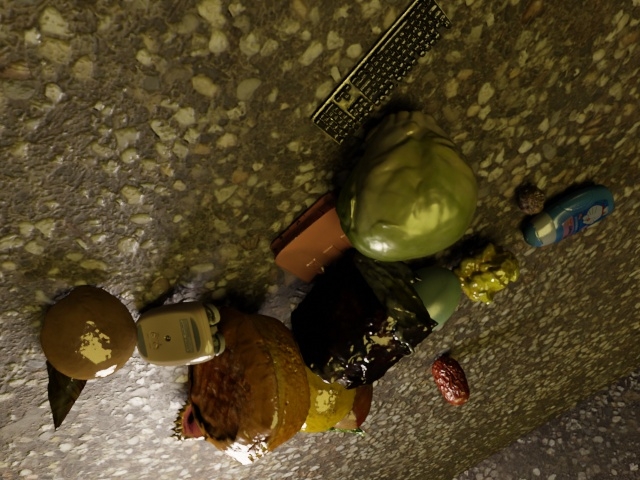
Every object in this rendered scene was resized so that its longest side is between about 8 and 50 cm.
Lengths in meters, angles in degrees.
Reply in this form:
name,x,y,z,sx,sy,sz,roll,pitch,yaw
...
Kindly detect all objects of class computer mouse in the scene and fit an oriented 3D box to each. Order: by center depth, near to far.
name,x,y,z,sx,sy,sz,roll,pitch,yaw
computer mouse,-0.326,0.216,1.100,0.237,0.145,0.082,-14,179,24

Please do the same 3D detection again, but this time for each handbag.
name,x,y,z,sx,sy,sz,roll,pitch,yaw
handbag,0.000,0.000,1.138,0.212,0.059,0.157,-41,133,15

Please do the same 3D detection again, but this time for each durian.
name,x,y,z,sx,sy,sz,roll,pitch,yaw
durian,0.570,-0.105,1.292,0.091,0.080,0.080,-53,151,-39
durian,-0.310,0.505,1.404,0.261,0.153,0.186,2,151,-34

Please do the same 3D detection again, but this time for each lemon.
name,x,y,z,sx,sy,sz,roll,pitch,yaw
lemon,-0.022,0.406,1.361,0.254,0.253,0.310,-3,127,-22

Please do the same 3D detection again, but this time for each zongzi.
name,x,y,z,sx,sy,sz,roll,pitch,yaw
zongzi,-0.538,0.292,1.061,0.187,0.184,0.084,-44,133,16

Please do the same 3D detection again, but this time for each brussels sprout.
name,x,y,z,sx,sy,sz,roll,pitch,yaw
brussels sprout,0.189,-0.098,1.003,0.274,0.242,0.316,25,93,-4

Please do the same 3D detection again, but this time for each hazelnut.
name,x,y,z,sx,sy,sz,roll,pitch,yaw
hazelnut,0.088,0.517,1.557,0.210,0.186,0.210,-2,121,-4

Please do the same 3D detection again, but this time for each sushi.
name,x,y,z,sx,sy,sz,roll,pitch,yaw
sushi,0.102,0.198,1.189,0.294,0.281,0.299,-43,160,24

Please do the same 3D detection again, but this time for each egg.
name,x,y,z,sx,sy,sz,roll,pitch,yaw
egg,0.292,0.169,1.346,0.231,0.168,0.168,-40,134,10

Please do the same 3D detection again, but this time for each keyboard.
name,x,y,z,sx,sy,sz,roll,pitch,yaw
keyboard,0.119,-0.324,0.926,0.106,0.027,0.317,29,113,-39

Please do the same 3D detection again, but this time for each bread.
name,x,y,z,sx,sy,sz,roll,pitch,yaw
bread,-0.184,0.342,1.172,0.204,0.358,0.336,3,136,-48

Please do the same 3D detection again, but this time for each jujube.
name,x,y,z,sx,sy,sz,roll,pitch,yaw
jujube,0.478,0.511,1.735,0.109,0.176,0.112,-24,141,3

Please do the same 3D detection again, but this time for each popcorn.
name,x,y,z,sx,sy,sz,roll,pitch,yaw
popcorn,0.476,0.087,1.374,0.198,0.155,0.197,-36,160,-16

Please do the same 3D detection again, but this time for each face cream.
name,x,y,z,sx,sy,sz,roll,pitch,yaw
face cream,0.717,-0.066,1.394,0.264,0.083,0.149,-27,132,0

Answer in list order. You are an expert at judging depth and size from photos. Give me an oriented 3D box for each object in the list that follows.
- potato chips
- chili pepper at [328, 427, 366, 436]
name,x,y,z,sx,sy,sz,roll,pitch,yaw
potato chips,-0.490,0.204,1.026,0.196,0.062,0.208,5,94,-32
chili pepper,0.009,0.679,1.741,0.359,0.076,0.085,13,150,-29
